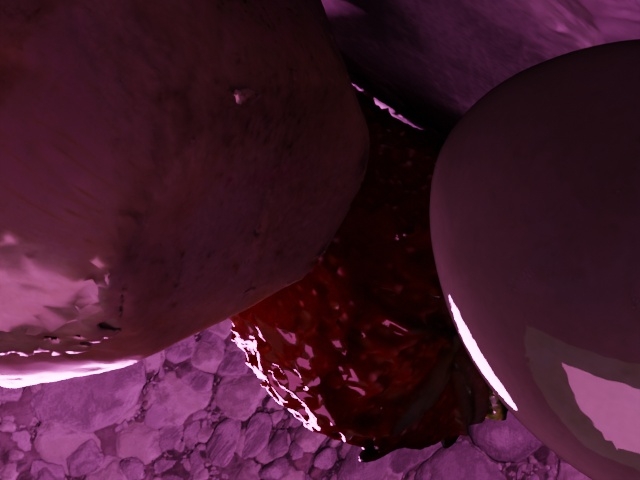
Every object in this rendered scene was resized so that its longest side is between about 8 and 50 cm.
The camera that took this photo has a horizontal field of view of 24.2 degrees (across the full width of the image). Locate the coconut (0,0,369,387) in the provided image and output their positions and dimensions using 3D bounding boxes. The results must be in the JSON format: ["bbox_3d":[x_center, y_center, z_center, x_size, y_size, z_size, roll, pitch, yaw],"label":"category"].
[{"bbox_3d":[-0.161,-0.073,0.942,0.352,0.353,0.352,32,175,3],"label":"coconut"}]

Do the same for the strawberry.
[{"bbox_3d":[0.038,0.019,1.136,0.257,0.261,0.261,29,174,33],"label":"strawberry"}]

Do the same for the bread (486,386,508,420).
[{"bbox_3d":[0.110,0.087,1.955,0.382,0.129,0.366,33,178,9],"label":"bread"}]

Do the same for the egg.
[{"bbox_3d":[0.157,0.016,0.603,0.253,0.186,0.186,28,174,22],"label":"egg"}]
